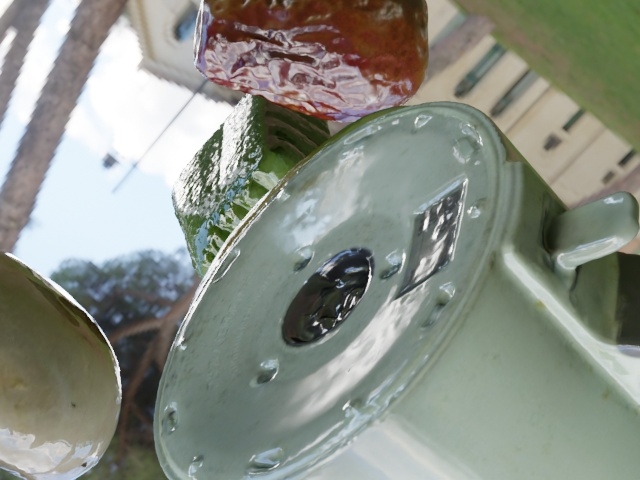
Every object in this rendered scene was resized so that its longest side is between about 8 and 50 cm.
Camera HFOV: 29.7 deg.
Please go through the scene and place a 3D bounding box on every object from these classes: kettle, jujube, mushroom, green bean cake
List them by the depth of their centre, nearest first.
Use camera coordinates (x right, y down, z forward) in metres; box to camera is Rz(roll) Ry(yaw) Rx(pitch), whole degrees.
[{"bbox_3d":[0.159,0.111,0.683,0.376,0.361,0.250,41,-140,-27],"label":"kettle"},{"bbox_3d":[-0.263,0.114,0.887,0.207,0.215,0.207,47,172,8],"label":"mushroom"},{"bbox_3d":[-0.008,-0.221,1.313,0.255,0.190,0.190,6,-156,-7],"label":"jujube"},{"bbox_3d":[-0.083,-0.063,1.485,0.125,0.222,0.248,33,-156,-23],"label":"green bean cake"}]

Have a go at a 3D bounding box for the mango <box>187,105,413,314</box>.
[{"bbox_3d":[-0.004,0.001,0.854,0.091,0.237,0.137,45,164,-24],"label":"mango"}]
